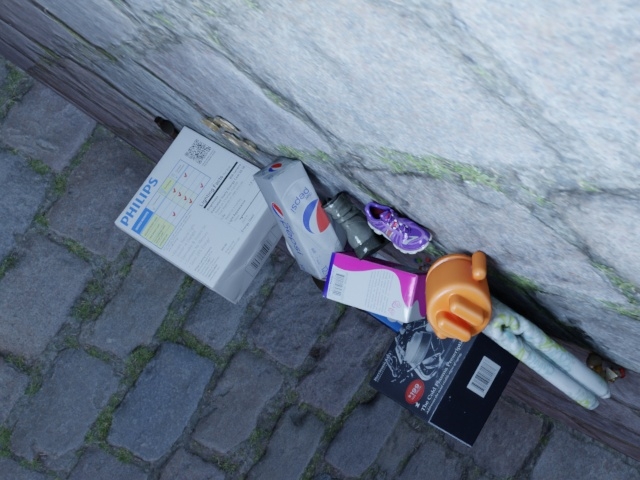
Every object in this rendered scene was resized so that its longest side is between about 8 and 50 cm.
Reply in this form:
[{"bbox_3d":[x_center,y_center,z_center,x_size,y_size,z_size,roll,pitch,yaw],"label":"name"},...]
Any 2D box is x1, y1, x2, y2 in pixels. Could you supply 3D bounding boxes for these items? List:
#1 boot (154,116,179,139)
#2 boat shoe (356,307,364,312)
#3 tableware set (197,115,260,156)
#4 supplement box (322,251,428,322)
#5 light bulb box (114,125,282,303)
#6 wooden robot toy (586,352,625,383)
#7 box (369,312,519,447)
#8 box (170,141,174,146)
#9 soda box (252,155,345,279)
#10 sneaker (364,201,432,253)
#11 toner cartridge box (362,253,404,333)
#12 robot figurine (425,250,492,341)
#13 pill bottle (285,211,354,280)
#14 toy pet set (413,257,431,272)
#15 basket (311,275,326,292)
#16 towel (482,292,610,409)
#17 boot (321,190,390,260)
[{"bbox_3d":[-0.445,-0.324,2.306,0.106,0.037,0.114,44,179,39],"label":"boot"},{"bbox_3d":[0.221,0.173,2.532,0.121,0.110,0.341,43,155,-24],"label":"boat shoe"},{"bbox_3d":[-0.220,-0.258,1.840,0.141,0.020,0.168,37,172,-33],"label":"tableware set"},{"bbox_3d":[0.134,0.103,1.739,0.220,0.111,0.114,16,-172,30],"label":"supplement box"},{"bbox_3d":[-0.316,-0.071,2.173,0.361,0.358,0.225,31,171,18],"label":"light bulb box"},{"bbox_3d":[0.647,0.293,1.741,0.173,0.076,0.079,51,-165,-70],"label":"wooden robot toy"},{"bbox_3d":[0.350,0.334,2.088,0.179,0.343,0.312,34,172,-26],"label":"box"},{"bbox_3d":[-0.405,-0.212,2.428,0.207,0.153,0.108,37,171,-39],"label":"box"},{"bbox_3d":[-0.045,-0.052,1.780,0.098,0.091,0.286,22,143,56],"label":"soda box"},{"bbox_3d":[0.155,-0.029,1.586,0.169,0.068,0.071,29,166,34],"label":"sneaker"},{"bbox_3d":[0.254,0.197,2.311,0.347,0.165,0.075,34,172,-15],"label":"toner cartridge box"},{"bbox_3d":[0.269,0.109,1.497,0.128,0.158,0.219,-5,-154,10],"label":"robot figurine"},{"bbox_3d":[0.000,0.000,2.046,0.169,0.169,0.301,30,173,17],"label":"pill bottle"},{"bbox_3d":[0.282,0.101,1.918,0.114,0.065,0.122,33,174,-4],"label":"toy pet set"},{"bbox_3d":[0.048,0.097,2.608,0.204,0.154,0.227,41,171,12],"label":"basket"},{"bbox_3d":[0.438,0.209,1.694,0.374,0.090,0.320,36,-179,-23],"label":"towel"},{"bbox_3d":[0.090,-0.047,1.729,0.161,0.083,0.246,54,-166,6],"label":"boot"}]
